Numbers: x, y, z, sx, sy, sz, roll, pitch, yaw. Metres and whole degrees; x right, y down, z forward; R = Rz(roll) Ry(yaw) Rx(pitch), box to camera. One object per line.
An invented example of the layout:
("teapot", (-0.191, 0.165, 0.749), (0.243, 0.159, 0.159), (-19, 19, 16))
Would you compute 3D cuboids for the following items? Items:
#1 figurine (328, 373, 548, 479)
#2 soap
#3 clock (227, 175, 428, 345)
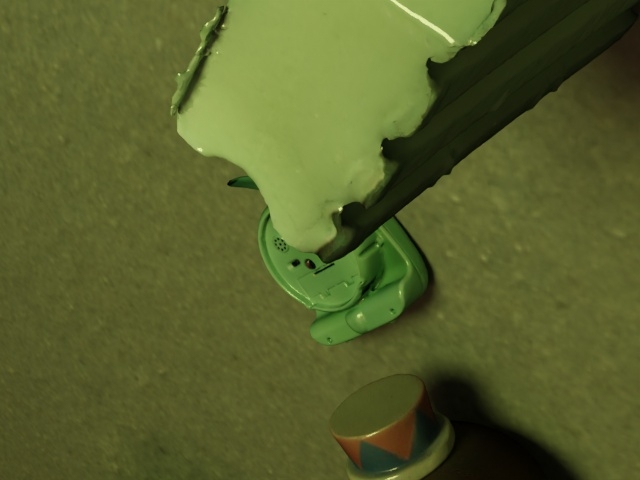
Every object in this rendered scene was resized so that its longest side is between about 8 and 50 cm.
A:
("figurine", (0.083, 0.211, 0.824), (0.158, 0.161, 0.275), (-124, 25, -55))
("soap", (0.066, -0.112, 0.507), (0.094, 0.261, 0.150), (43, 138, 12))
("clock", (0.000, 0.000, 0.810), (0.135, 0.041, 0.101), (53, 138, -5))
